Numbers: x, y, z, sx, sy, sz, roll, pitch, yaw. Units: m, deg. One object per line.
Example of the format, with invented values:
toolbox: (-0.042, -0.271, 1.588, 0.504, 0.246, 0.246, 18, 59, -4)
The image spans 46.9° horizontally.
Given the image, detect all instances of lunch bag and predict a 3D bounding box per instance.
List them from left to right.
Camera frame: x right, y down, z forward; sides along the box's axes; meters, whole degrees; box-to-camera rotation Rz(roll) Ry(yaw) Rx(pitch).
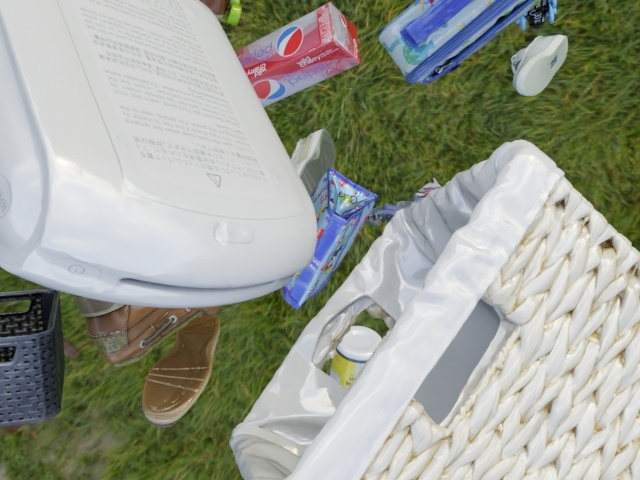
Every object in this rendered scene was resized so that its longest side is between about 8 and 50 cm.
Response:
lunch bag: (0.000, 0.000, 1.574, 0.138, 0.293, 0.221, 30, 112, -1)
lunch bag: (0.179, -0.273, 0.836, 0.219, 0.176, 0.090, -36, 91, 37)

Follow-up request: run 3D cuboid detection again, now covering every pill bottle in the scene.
pill bottle: (0.072, 0.280, 1.566, 0.103, 0.103, 0.184, 7, 122, 1)

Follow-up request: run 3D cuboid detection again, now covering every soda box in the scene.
soda box: (-0.061, -0.326, 1.346, 0.263, 0.092, 0.084, -18, 64, 30)

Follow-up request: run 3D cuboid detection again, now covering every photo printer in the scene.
photo printer: (-0.144, -0.086, 0.564, 0.107, 0.256, 0.308, -43, 61, 29)

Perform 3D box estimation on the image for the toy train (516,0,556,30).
toy train: (0.400, -0.476, 1.385, 0.080, 0.184, 0.105, -12, 71, 13)

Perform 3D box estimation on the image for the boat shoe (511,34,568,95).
boat shoe: (0.454, -0.376, 1.579, 0.081, 0.227, 0.079, 14, 133, 35)

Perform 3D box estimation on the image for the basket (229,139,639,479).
basket: (0.124, 0.143, 0.654, 0.266, 0.331, 0.328, 38, 77, -3)

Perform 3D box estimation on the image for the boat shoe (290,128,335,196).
boat shoe: (-0.044, -0.178, 1.925, 0.103, 0.320, 0.118, -13, 127, 26)

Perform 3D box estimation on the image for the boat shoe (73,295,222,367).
boat shoe: (-0.171, 0.052, 0.953, 0.110, 0.307, 0.104, -1, 113, 47)

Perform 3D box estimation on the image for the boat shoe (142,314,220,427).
boat shoe: (-0.290, 0.296, 1.595, 0.123, 0.342, 0.123, 5, 119, 3)

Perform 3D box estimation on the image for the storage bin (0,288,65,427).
storage bin: (-0.316, 0.110, 0.715, 0.122, 0.180, 0.084, -4, 100, -17)

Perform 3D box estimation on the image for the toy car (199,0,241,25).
toy car: (-0.261, -0.672, 1.877, 0.155, 0.149, 0.188, 13, 126, -20)

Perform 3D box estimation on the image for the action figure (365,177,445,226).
action figure: (0.268, -0.004, 1.834, 0.341, 0.178, 0.330, -2, 59, 5)
